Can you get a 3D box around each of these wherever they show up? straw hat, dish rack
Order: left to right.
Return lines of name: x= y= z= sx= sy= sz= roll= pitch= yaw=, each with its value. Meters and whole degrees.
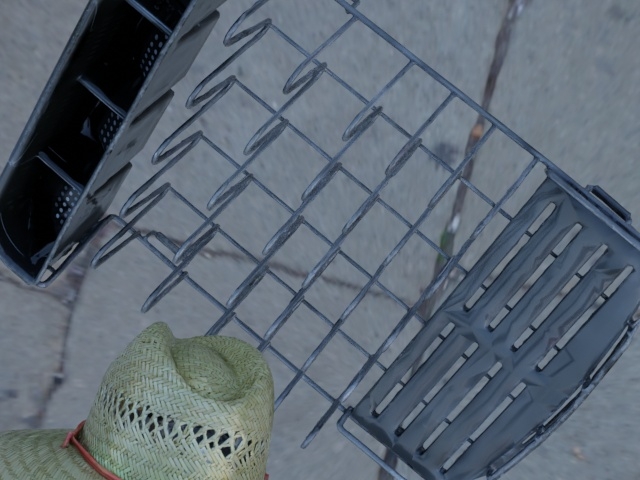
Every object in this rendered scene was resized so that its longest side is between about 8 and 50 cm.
straw hat: x=-0.044 y=0.059 z=0.490 sx=0.144 sy=0.144 sz=0.061 roll=16 pitch=98 yaw=5
dish rack: x=0.000 y=0.000 z=0.692 sx=0.271 sy=0.074 sz=0.208 roll=39 pitch=128 yaw=4
